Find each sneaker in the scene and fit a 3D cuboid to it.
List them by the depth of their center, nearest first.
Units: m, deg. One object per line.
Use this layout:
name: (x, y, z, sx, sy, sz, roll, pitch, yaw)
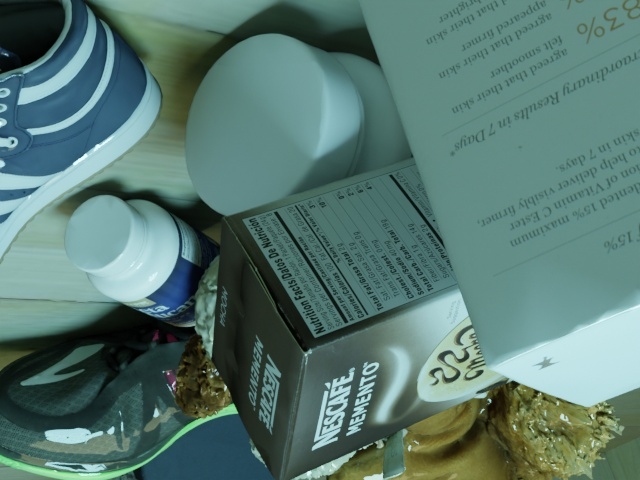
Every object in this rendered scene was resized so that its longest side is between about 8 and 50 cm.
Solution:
sneaker: (-0.240, -0.054, 0.687, 0.282, 0.099, 0.153, -42, 157, -7)
sneaker: (-0.139, 0.118, 1.163, 0.483, 0.185, 0.202, -14, 138, -14)

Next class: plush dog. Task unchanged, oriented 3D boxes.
plush dog: (-0.013, 0.087, 0.977, 0.225, 0.262, 0.211, 27, 170, -22)

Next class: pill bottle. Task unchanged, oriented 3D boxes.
pill bottle: (0.035, -0.056, 0.858, 0.161, 0.161, 0.283, -31, 153, 29)
pill bottle: (-0.158, 0.018, 0.975, 0.094, 0.094, 0.169, -24, 155, 15)

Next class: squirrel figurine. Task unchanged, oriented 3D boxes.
squirrel figurine: (0.182, 0.221, 1.421, 0.397, 0.281, 0.370, -5, 133, -7)

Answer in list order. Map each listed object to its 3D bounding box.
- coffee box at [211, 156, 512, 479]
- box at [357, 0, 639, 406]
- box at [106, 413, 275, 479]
coffee box: (0.081, 0.033, 0.751, 0.297, 0.118, 0.168, -19, 146, -22)
box: (0.160, -0.112, 0.590, 0.215, 0.345, 0.168, -26, 155, 21)
box: (-0.188, 0.370, 1.420, 0.179, 0.343, 0.312, -3, 152, -28)
